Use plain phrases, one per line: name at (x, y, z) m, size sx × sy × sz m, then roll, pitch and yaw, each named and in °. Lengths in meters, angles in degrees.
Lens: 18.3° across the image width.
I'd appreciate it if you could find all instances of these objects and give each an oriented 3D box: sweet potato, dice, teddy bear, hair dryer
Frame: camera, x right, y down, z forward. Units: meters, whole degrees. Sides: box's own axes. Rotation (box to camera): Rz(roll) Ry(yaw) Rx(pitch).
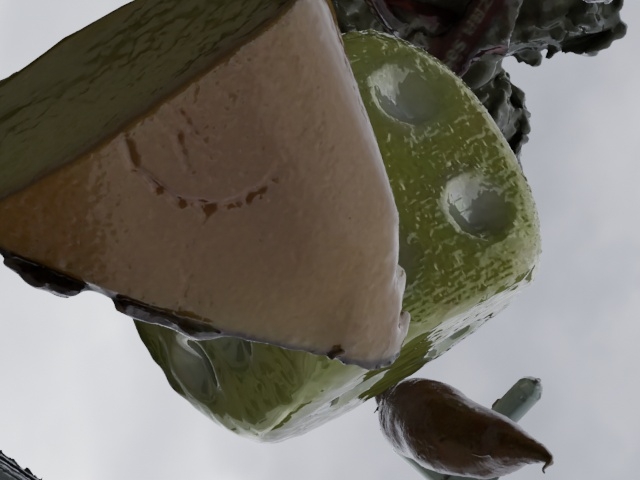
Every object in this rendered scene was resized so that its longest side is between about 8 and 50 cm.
sweet potato at (0.081, 0.114, 1.170) m, size 0.195 × 0.056 × 0.056 m, roll 16°, pitch -92°, yaw 60°
dice at (0.000, 0.000, 1.077) m, size 0.166 × 0.169 × 0.169 m, roll 58°, pitch -36°, yaw 11°
teddy bear at (0.103, -0.165, 1.779) m, size 0.224 × 0.357 × 0.367 m, roll -73°, pitch 152°, yaw -58°
hair dryer at (0.124, 0.145, 1.548) m, size 0.137 × 0.082 × 0.047 m, roll -49°, pitch 178°, yaw 32°

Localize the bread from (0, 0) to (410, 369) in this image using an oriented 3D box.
bread at (-0.057, -0.019, 0.755) m, size 0.140 × 0.160 × 0.169 m, roll -105°, pitch 177°, yaw -62°

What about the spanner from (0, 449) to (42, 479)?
spanner at (-0.176, 0.087, 0.863) m, size 0.093 × 0.325 × 0.026 m, roll -39°, pitch -140°, yaw 9°

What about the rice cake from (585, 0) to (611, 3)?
rice cake at (0.092, -0.256, 1.242) m, size 0.106 × 0.298 × 0.050 m, roll -49°, pitch -162°, yaw 40°
